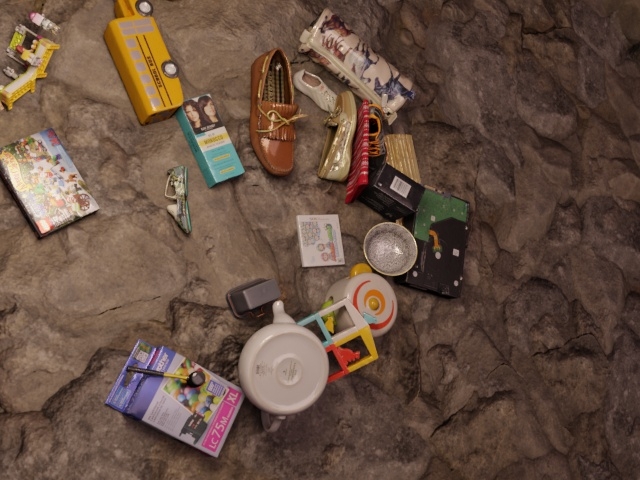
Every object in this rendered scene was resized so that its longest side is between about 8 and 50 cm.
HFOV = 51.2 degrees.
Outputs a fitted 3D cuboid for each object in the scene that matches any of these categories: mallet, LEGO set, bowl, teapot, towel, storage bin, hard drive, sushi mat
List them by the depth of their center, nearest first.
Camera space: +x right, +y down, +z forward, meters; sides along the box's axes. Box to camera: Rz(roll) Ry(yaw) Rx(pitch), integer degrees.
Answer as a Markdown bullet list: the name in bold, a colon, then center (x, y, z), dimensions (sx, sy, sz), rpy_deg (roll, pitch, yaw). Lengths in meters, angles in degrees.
- **mallet**: center (-0.370, 0.324, 1.614), dimensions (0.190, 0.062, 0.039), rpy_deg (17, 66, -27)
- **LEGO set**: center (-0.749, -0.427, 1.625), dimensions (0.107, 0.132, 0.287), rpy_deg (33, 86, -1)
- **teapot**: center (-0.109, 0.334, 1.751), dimensions (0.256, 0.187, 0.252), rpy_deg (-41, 102, -17)
- **storage bin**: center (-0.174, 0.157, 1.825), dimensions (0.135, 0.091, 0.098), rpy_deg (-21, 89, -32)
- **towel**: center (0.112, -0.266, 2.041), dimensions (0.031, 0.199, 0.274), rpy_deg (5, 74, -11)
- **bowl**: center (0.208, 0.036, 2.074), dimensions (0.170, 0.080, 0.170), rpy_deg (3, 73, -9)
- **hard drive**: center (0.371, 0.003, 2.186), dimensions (0.237, 0.064, 0.338), rpy_deg (17, 74, -30)
- **sushi mat**: center (0.277, -0.201, 2.220), dimensions (0.151, 0.019, 0.316), rpy_deg (-7, 82, -32)

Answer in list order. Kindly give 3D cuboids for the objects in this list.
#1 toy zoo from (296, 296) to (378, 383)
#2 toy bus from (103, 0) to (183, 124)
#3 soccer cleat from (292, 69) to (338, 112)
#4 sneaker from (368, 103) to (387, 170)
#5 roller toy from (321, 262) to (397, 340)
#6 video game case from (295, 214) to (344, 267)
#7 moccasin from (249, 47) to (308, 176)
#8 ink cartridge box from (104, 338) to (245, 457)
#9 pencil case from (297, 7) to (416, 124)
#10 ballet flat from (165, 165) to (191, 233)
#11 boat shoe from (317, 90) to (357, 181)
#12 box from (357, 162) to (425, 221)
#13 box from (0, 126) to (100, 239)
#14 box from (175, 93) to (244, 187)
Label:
- **toy zoo**: center (0.028, 0.286, 1.853), dimensions (0.293, 0.030, 0.192), rpy_deg (-27, 93, 2)
- **toy bus**: center (-0.479, -0.490, 1.795), dimensions (0.130, 0.108, 0.332), rpy_deg (-23, 91, -31)
- **soccer cleat**: center (0.000, -0.463, 2.088), dimensions (0.196, 0.076, 0.068), rpy_deg (29, 65, -22)
- **sneaker**: center (0.164, -0.317, 2.105), dimensions (0.083, 0.084, 0.214), rpy_deg (-73, 156, -64)
- **roller toy**: center (0.123, 0.192, 1.958), dimensions (0.191, 0.146, 0.209), rpy_deg (42, 61, -16)
- **video game case**: center (0.000, 0.000, 2.008), dimensions (0.143, 0.019, 0.157), rpy_deg (-2, 80, -31)
- **moccasin**: center (-0.123, -0.374, 1.951), dimensions (0.139, 0.147, 0.380), rpy_deg (8, 74, -29)
- **ink cartridge box**: center (-0.357, 0.395, 1.679), dimensions (0.311, 0.065, 0.185), rpy_deg (33, 63, -18)
- **pencil case**: center (0.110, -0.551, 2.120), dimensions (0.410, 0.160, 0.183), rpy_deg (36, 30, -19)
- **ballet flat**: center (-0.383, -0.107, 1.792), dimensions (0.070, 0.070, 0.188), rpy_deg (1, 76, -30)
- **boat shoe**: center (0.051, -0.326, 2.057), dimensions (0.089, 0.104, 0.285), rpy_deg (7, 84, -17)
- **box**: center (0.213, -0.148, 2.074), dimensions (0.156, 0.158, 0.093), rpy_deg (32, 70, -14)
- **box**: center (-0.672, -0.140, 1.631), dimensions (0.159, 0.044, 0.233), rpy_deg (-33, 95, -32)
- **box**: center (-0.311, -0.279, 1.869), dimensions (0.101, 0.060, 0.244), rpy_deg (-26, 92, -33)
